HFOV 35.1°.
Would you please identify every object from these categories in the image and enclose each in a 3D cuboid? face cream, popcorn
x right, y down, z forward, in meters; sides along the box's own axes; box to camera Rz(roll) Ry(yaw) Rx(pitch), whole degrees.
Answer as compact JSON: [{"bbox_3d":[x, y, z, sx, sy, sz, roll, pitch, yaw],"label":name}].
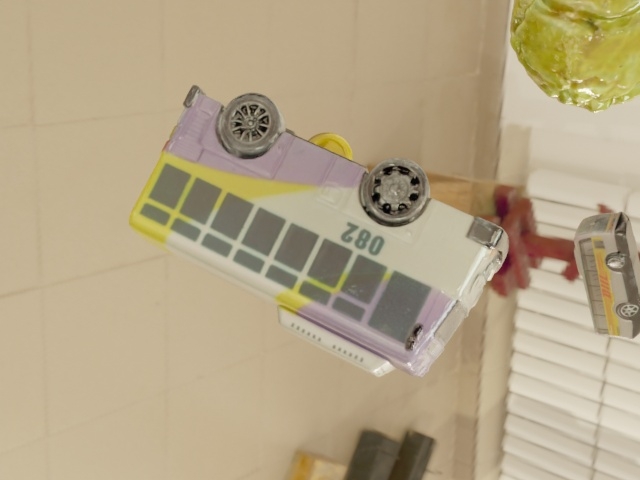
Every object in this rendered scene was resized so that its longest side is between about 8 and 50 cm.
[{"bbox_3d":[0.011,-0.111,1.599,0.273,0.078,0.078,68,40,-86],"label":"face cream"},{"bbox_3d":[0.337,-0.273,1.258,0.184,0.204,0.221,-83,165,-65],"label":"popcorn"}]

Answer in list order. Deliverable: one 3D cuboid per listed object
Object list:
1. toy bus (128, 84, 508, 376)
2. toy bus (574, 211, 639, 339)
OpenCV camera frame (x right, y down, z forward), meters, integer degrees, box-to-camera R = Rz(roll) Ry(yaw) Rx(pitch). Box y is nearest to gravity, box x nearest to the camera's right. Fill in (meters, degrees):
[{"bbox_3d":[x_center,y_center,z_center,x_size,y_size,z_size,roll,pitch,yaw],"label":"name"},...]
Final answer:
[{"bbox_3d":[0.000,0.000,1.309,0.249,0.440,0.209,-63,166,-6],"label":"toy bus"},{"bbox_3d":[0.367,0.046,1.278,0.057,0.072,0.172,-55,134,-44],"label":"toy bus"}]
